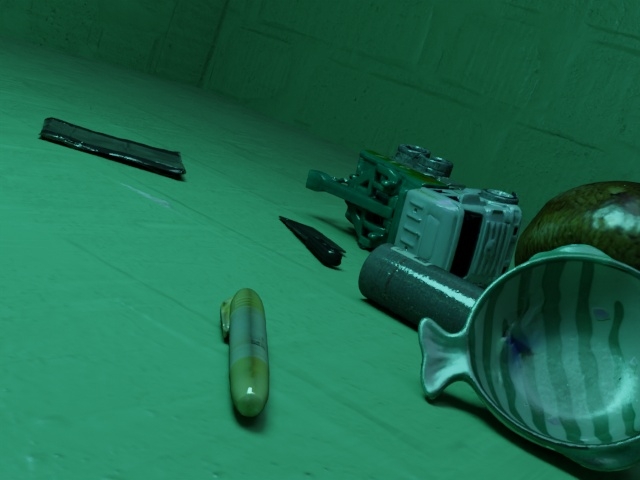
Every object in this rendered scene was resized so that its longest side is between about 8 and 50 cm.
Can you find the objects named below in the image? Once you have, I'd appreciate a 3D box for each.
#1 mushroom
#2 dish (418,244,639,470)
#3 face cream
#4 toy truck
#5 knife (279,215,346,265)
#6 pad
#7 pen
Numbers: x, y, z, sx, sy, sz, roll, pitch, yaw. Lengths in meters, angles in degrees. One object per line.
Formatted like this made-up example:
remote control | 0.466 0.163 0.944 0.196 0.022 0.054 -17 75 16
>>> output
mushroom | 0.371 0.074 0.923 0.239 0.345 0.345 -25 27 -15
dish | 0.215 0.113 0.757 0.246 0.078 0.224 -5 53 8
face cream | 0.166 0.087 0.922 0.284 0.073 0.073 28 13 38
toy truck | 0.142 -0.042 1.322 0.178 0.176 0.363 1 19 -35
knife | 0.000 0.000 1.215 0.072 0.019 0.245 17 9 -20
pad | -0.337 -0.152 1.368 0.233 0.022 0.174 15 13 -19
pen | -0.061 0.081 0.660 0.040 0.032 0.233 -5 14 -4
